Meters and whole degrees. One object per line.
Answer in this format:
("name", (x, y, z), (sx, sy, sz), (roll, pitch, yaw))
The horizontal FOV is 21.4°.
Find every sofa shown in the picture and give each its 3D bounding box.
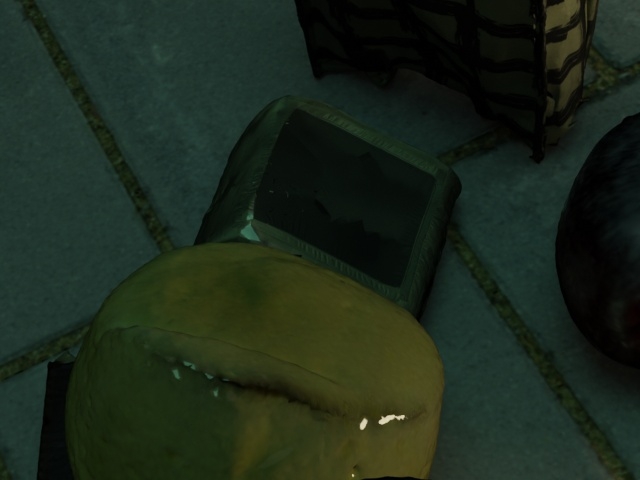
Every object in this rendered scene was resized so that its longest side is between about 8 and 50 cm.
("sofa", (0.000, 0.000, 1.660), (0.225, 0.176, 0.210), (24, 57, -11))

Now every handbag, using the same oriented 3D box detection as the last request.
("handbag", (0.118, -0.256, 1.672), (0.325, 0.327, 0.162), (27, 61, 23))

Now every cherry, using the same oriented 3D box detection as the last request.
("cherry", (0.341, 0.005, 1.525), (0.255, 0.218, 0.296), (-3, 49, 14))

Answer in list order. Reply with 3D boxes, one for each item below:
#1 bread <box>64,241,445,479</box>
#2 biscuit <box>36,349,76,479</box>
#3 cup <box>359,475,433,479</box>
("bread", (-0.057, 0.155, 1.440), (0.320, 0.237, 0.320), (20, 30, -12))
("biscuit", (-0.202, 0.216, 1.537), (0.106, 0.070, 0.252), (-4, 55, 4))
("cup", (0.038, 0.327, 1.291), (0.308, 0.292, 0.242), (27, 63, 22))
